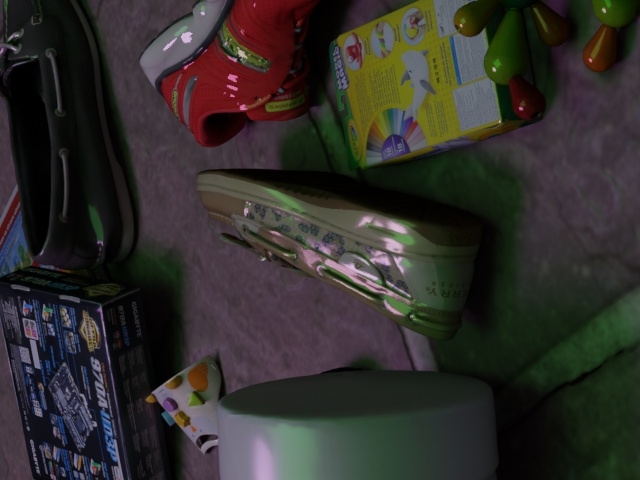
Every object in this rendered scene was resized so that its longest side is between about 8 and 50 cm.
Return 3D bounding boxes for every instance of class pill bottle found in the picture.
[{"bbox_3d":[0.032,0.296,1.035,0.224,0.224,0.392,3,97,53],"label":"pill bottle"}]

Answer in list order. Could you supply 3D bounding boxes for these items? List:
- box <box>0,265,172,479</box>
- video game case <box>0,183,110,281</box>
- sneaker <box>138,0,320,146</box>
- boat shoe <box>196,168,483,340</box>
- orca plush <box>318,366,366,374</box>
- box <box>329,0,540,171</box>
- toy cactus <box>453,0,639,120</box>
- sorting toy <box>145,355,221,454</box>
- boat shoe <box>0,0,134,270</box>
[{"bbox_3d":[-0.229,0.143,1.458,0.175,0.051,0.220,8,112,44],"label":"box"},{"bbox_3d":[-0.274,0.074,1.585,0.204,0.025,0.285,-54,53,43],"label":"video game case"},{"bbox_3d":[-0.034,-0.156,1.193,0.118,0.107,0.279,60,144,2],"label":"sneaker"},{"bbox_3d":[0.000,0.000,1.137,0.285,0.104,0.089,18,106,50],"label":"boat shoe"},{"bbox_3d":[-0.051,0.212,1.237,0.287,0.102,0.151,-48,57,46],"label":"orca plush"},{"bbox_3d":[0.073,-0.113,1.076,0.179,0.043,0.105,-14,84,51],"label":"box"},{"bbox_3d":[0.136,-0.203,0.943,0.180,0.112,0.219,-119,33,-42],"label":"toy cactus"},{"bbox_3d":[-0.114,0.157,1.377,0.075,0.045,0.083,57,139,4],"label":"sorting toy"},{"bbox_3d":[-0.272,-0.128,1.494,0.112,0.095,0.335,-39,64,49],"label":"boat shoe"}]
